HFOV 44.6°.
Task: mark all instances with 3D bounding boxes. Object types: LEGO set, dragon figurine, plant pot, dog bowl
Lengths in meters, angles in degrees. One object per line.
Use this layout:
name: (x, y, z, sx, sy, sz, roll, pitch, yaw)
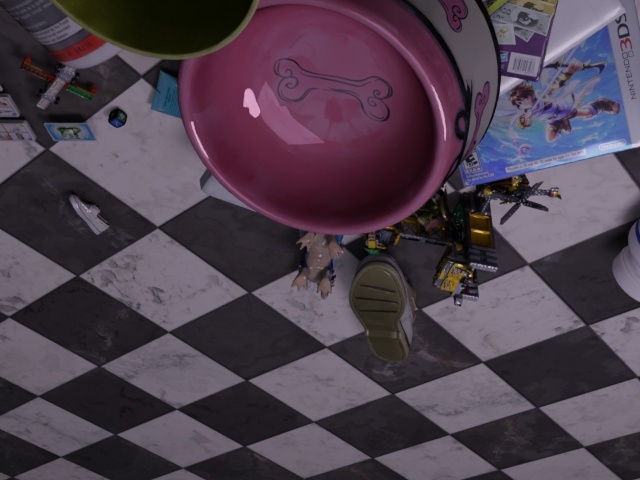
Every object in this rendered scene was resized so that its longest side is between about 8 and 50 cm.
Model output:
LEGO set: (0.200, -0.037, 1.268, 0.255, 0.192, 0.331, 16, 137, -14)
LEGO set: (-0.437, -0.227, 1.235, 0.245, 0.060, 0.182, 1, 151, 6)
dragon figurine: (0.000, 0.000, 1.409, 0.085, 0.144, 0.289, 7, 120, -1)
plant pot: (-0.136, -0.385, 0.802, 0.275, 0.293, 0.274, 14, 141, 11)
dog bowl: (0.007, -0.178, 0.968, 0.408, 0.150, 0.407, 12, 133, 13)

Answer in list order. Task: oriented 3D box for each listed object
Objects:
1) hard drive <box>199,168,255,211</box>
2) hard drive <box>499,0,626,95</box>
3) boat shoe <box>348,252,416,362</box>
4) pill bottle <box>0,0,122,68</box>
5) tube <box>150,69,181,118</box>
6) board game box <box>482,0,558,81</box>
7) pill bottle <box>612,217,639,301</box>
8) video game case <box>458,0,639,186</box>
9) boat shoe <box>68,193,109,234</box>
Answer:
hard drive: (-0.023, -0.159, 1.198, 0.203, 0.040, 0.307, 19, 127, -31)
hard drive: (0.190, -0.285, 1.006, 0.319, 0.040, 0.210, -33, 99, 26)
boat shoe: (0.126, 0.114, 1.517, 0.113, 0.103, 0.302, 8, 142, 16)
pill bottle: (-0.345, -0.392, 0.893, 0.210, 0.210, 0.363, -21, 133, 26)
tube: (-0.160, -0.200, 1.225, 0.207, 0.052, 0.080, 18, 132, -10)
board game box: (0.116, -0.326, 0.949, 0.347, 0.056, 0.208, 14, 126, 12)
pill bottle: (0.613, -0.011, 1.295, 0.152, 0.152, 0.272, 15, 137, -13)
video game case: (0.297, -0.222, 1.060, 0.270, 0.061, 0.244, -13, 104, 19)
boat shoe: (-0.421, -0.053, 1.430, 0.035, 0.035, 0.100, -31, 130, -2)
